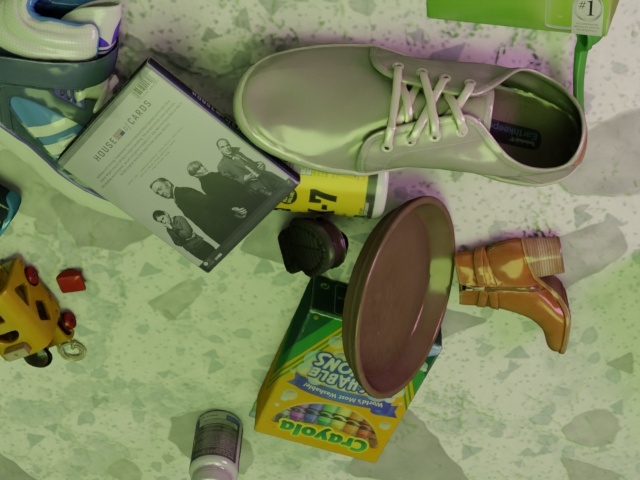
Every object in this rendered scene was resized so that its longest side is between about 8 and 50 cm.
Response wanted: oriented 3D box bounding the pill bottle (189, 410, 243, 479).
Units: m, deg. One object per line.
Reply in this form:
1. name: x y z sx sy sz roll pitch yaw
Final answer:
1. pill bottle: -0.165 0.342 1.931 0.078 0.137 0.078 2 129 2

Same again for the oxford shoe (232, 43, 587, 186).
1. oxford shoe: 0.121 -0.155 1.478 0.449 0.169 0.130 8 172 -9

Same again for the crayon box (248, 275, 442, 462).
1. crayon box: 0.029 0.216 1.854 0.203 0.083 0.323 16 129 -10

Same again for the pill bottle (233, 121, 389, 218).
1. pill bottle: -0.019 -0.094 1.578 0.208 0.119 0.119 5 129 -1

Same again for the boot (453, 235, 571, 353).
1. boot: 0.272 0.082 1.741 0.152 0.073 0.197 -9 116 9

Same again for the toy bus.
1. toy bus: -0.434 0.126 1.788 0.202 0.104 0.191 15 128 -10

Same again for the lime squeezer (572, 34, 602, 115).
1. lime squeezer: 0.346 -0.275 1.465 0.110 0.059 0.310 -2 135 -36

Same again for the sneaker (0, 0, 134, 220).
1. sneaker: -0.272 -0.179 1.513 0.322 0.130 0.236 33 128 -15

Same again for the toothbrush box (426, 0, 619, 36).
1. toothbrush box: 0.221 -0.375 1.302 0.206 0.122 0.283 10 130 18

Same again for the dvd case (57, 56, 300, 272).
1. dvd case: -0.171 -0.087 1.496 0.238 0.030 0.179 38 114 -21

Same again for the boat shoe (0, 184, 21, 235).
1. boat shoe: -0.514 0.009 1.717 0.089 0.109 0.258 35 107 -15

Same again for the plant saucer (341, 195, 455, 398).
1. plant saucer: 0.102 0.073 1.634 0.041 0.278 0.278 15 135 27

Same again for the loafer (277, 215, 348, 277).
1. loafer: 0.000 0.000 1.633 0.078 0.220 0.080 -16 94 -13
